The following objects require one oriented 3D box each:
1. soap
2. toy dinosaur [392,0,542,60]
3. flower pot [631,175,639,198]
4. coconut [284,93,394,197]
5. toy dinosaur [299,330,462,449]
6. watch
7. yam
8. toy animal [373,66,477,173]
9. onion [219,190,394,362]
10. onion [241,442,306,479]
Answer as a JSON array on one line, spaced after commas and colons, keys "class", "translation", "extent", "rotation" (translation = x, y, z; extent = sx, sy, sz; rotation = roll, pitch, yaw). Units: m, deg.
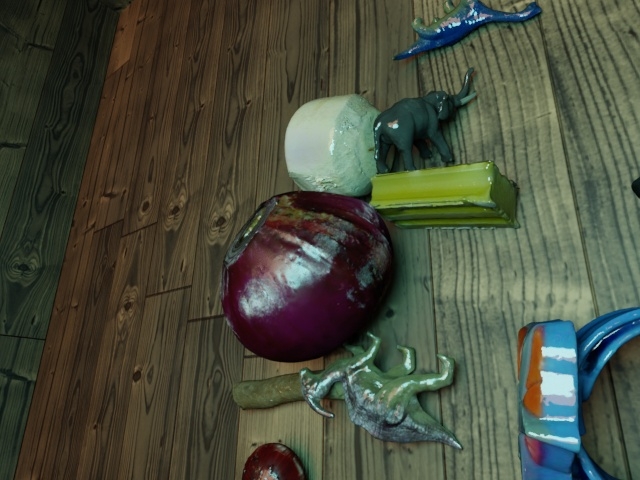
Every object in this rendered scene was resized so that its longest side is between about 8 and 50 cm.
[{"class": "soap", "translation": [0.209, -0.072, 0.779], "extent": [0.233, 0.135, 0.076], "rotation": [2, 76, 43]}, {"class": "toy dinosaur", "translation": [0.277, -0.413, 0.902], "extent": [0.248, 0.075, 0.188], "rotation": [-40, 58, 15]}, {"class": "flower pot", "translation": [0.523, -0.017, 0.389], "extent": [0.379, 0.379, 0.251], "rotation": [-25, 81, 33]}, {"class": "coconut", "translation": [0.026, -0.186, 0.936], "extent": [0.234, 0.224, 0.224], "rotation": [-5, 71, 34]}, {"class": "toy dinosaur", "translation": [0.102, 0.249, 0.772], "extent": [0.294, 0.077, 0.162], "rotation": [9, 73, 35]}, {"class": "watch", "translation": [0.359, 0.223, 0.482], "extent": [0.275, 0.241, 0.305], "rotation": [-5, 80, 22]}, {"class": "yam", "translation": [-0.061, 0.303, 0.922], "extent": [0.300, 0.066, 0.066], "rotation": [-21, 61, 34]}, {"class": "toy animal", "translation": [0.203, -0.213, 0.844], "extent": [0.270, 0.137, 0.082], "rotation": [-30, 28, -21]}, {"class": "onion", "translation": [-0.040, 0.077, 0.802], "extent": [0.337, 0.282, 0.260], "rotation": [-22, 31, 34]}, {"class": "onion", "translation": [-0.087, 0.450, 0.853], "extent": [0.131, 0.131, 0.131], "rotation": [-17, 63, 36]}]
